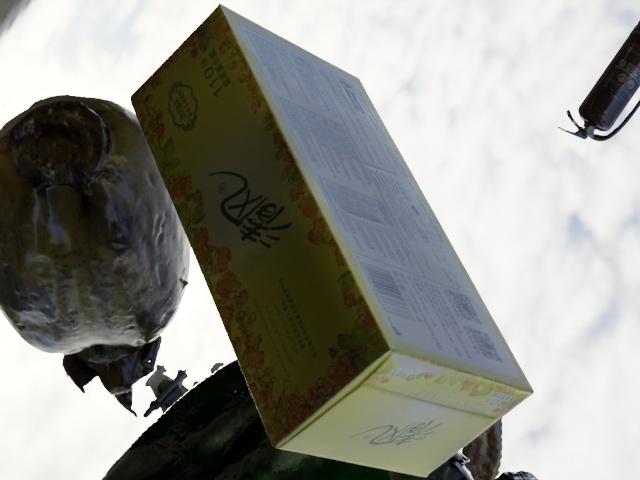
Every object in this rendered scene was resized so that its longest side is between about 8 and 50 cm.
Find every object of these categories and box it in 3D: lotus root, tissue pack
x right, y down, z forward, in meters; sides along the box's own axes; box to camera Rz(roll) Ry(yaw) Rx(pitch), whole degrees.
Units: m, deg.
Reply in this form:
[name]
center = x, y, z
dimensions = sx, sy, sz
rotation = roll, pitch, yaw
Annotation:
[lotus root]
center = -0.166, 0.012, 1.019
dimensions = 0.278, 0.154, 0.154
rotation = 82, 10, -47
[tissue pack]
center = 0.000, 0.000, 0.550
dimensions = 0.062, 0.095, 0.176
rotation = -43, -127, 22

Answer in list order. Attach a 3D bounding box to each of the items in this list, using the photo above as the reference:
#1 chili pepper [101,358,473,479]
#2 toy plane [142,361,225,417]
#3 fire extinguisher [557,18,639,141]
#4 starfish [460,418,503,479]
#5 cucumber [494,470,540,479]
[chili pepper]
center = -0.026, 0.213, 0.848
dimensions = 0.256, 0.248, 0.233
rotation = -42, -172, -17
[toy plane]
center = -0.075, 0.154, 1.047
dimensions = 0.082, 0.160, 0.234
rotation = -60, 174, 20
[fire extinguisher]
center = 0.322, -0.168, 1.521
dimensions = 0.158, 0.064, 0.043
rotation = -55, -166, -5
[starfish]
center = 0.094, 0.386, 1.437
dimensions = 0.398, 0.384, 0.132
rotation = -27, 179, -18
[cucumber]
center = 0.217, 0.263, 1.368
dimensions = 0.058, 0.058, 0.187
rotation = -64, -171, -6
